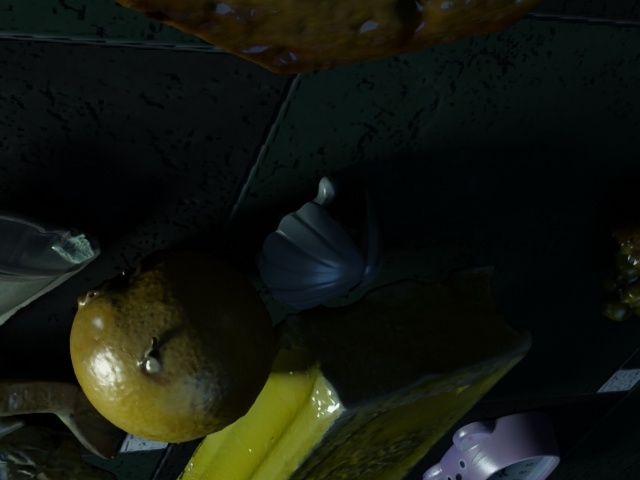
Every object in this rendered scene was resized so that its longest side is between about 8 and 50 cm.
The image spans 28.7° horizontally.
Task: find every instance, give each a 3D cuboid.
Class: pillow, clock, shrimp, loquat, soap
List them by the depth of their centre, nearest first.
[{"bbox_3d":[-0.253,0.045,0.827,0.233,0.038,0.131,-35,151,29],"label":"pillow"},{"bbox_3d":[-0.099,0.074,0.856,0.141,0.141,0.141,-13,147,-9],"label":"loquat"},{"bbox_3d":[-0.227,0.150,0.982,0.254,0.059,0.145,18,127,-42],"label":"shrimp"},{"bbox_3d":[0.017,0.148,1.021,0.199,0.091,0.315,-11,151,-31],"label":"soap"},{"bbox_3d":[0.180,0.240,1.316,0.110,0.050,0.152,-2,144,-23],"label":"clock"}]

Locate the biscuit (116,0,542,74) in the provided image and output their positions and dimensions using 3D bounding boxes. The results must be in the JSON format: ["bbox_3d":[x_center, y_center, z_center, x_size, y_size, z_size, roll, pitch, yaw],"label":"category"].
[{"bbox_3d":[0.036,-0.212,0.589,0.359,0.046,0.359,-13,147,-9],"label":"biscuit"}]

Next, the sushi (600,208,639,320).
[{"bbox_3d":[0.356,0.030,1.013,0.296,0.167,0.179,0,123,-40],"label":"sushi"}]

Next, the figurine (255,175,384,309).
[{"bbox_3d":[0.000,0.000,0.870,0.086,0.082,0.094,4,118,-6],"label":"figurine"}]
